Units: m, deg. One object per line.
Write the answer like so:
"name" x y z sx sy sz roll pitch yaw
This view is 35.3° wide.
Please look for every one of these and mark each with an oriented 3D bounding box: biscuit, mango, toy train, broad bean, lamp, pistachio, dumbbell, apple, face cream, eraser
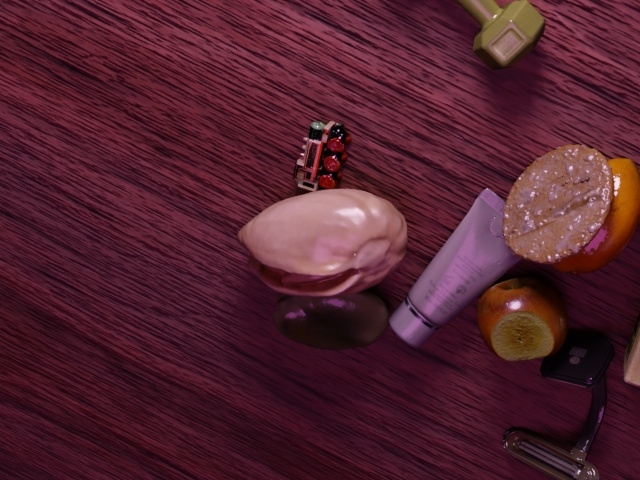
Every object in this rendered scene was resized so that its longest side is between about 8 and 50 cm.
"biscuit" 0.392 -0.060 1.668 0.220 0.220 0.033 -38 132 26
"mango" 0.461 -0.042 1.691 0.145 0.112 0.219 47 114 38
"toy train" 0.003 -0.152 1.808 0.087 0.050 0.138 19 117 10
"broad bean" 0.017 0.147 1.908 0.227 0.100 0.169 -5 136 26
"lamp" 0.442 0.303 1.883 0.203 0.124 0.283 13 122 32
"pistachio" 0.000 0.000 1.796 0.317 0.214 0.194 1 133 25
"dumbbell" 0.222 -0.406 1.597 0.302 0.108 0.121 45 117 -8
"apple" 0.361 0.144 1.781 0.146 0.163 0.147 -9 99 25
"face cream" 0.251 0.063 1.825 0.143 0.089 0.314 40 110 -4
"eraser" 0.580 0.159 1.758 0.058 0.117 0.172 17 117 12
